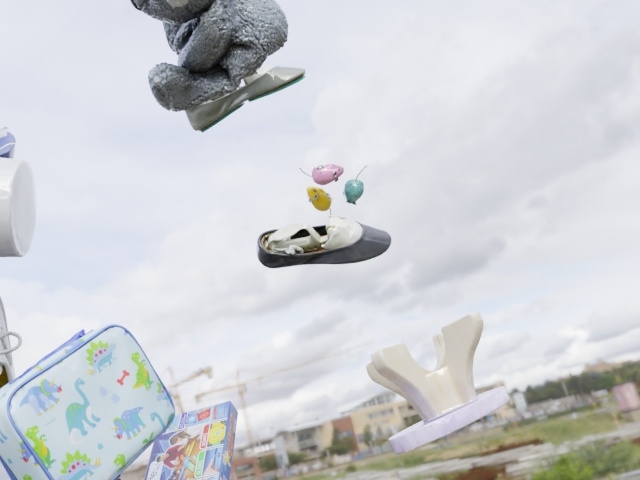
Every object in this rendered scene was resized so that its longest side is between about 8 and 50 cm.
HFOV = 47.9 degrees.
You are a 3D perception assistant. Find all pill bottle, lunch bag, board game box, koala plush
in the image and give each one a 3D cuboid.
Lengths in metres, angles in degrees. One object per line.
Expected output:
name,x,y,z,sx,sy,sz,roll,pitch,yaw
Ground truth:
pill bottle,-0.546,-0.050,0.973,0.283,0.161,0.161,2,-20,-8
lunch bag,-0.301,0.216,0.913,0.090,0.176,0.219,-26,9,34
board game box,-0.206,0.351,1.124,0.136,0.201,0.035,-16,-56,13
koala plush,-0.170,-0.326,0.964,0.203,0.196,0.221,-14,-39,17

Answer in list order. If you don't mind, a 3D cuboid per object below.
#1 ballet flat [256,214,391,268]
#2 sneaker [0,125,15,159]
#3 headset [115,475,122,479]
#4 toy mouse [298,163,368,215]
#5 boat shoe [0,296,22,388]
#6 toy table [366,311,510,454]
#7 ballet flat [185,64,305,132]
ballet flat,0.000,0.000,1.054,0.203,0.074,0.074,-7,-16,11
sneaker,-0.687,-0.092,1.535,0.315,0.182,0.127,-38,4,45
headset,-0.464,0.487,1.090,0.243,0.185,0.394,-6,33,52
toy mouse,0.033,-0.103,1.387,0.143,0.031,0.161,-25,-47,26
boat shoe,-0.552,0.190,1.149,0.136,0.367,0.156,-17,27,-34
toy table,0.198,0.242,1.229,0.252,0.161,0.274,-31,-16,27
ballet flat,-0.128,-0.244,1.157,0.213,0.068,0.072,-24,16,16
